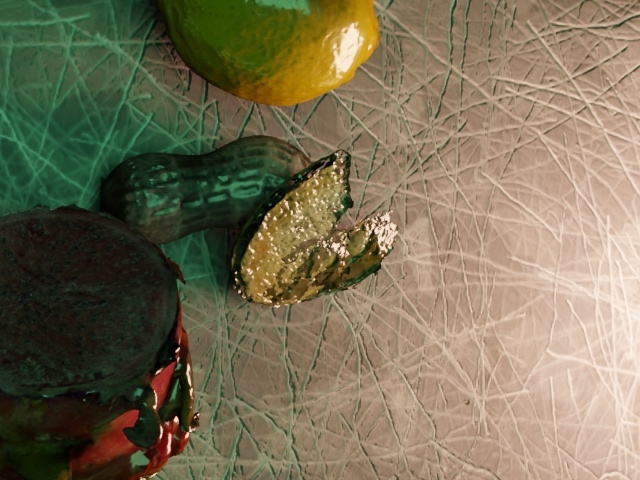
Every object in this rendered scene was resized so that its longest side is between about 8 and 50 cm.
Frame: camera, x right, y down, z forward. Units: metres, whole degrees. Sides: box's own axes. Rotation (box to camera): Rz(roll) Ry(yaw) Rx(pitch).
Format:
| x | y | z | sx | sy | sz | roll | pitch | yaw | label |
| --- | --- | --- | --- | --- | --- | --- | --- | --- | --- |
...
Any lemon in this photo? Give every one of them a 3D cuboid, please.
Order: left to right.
| x | y | z | sx | sy | sz | roll | pitch | yaw | label |
| --- | --- | --- | --- | --- | --- | --- | --- | --- | --- |
| -0.055 | -0.247 | 1.768 | 0.260 | 0.204 | 0.204 | 16 | 85 | -21 | lemon |

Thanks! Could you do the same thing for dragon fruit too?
| x | y | z | sx | sy | sz | roll | pitch | yaw | label |
| --- | --- | --- | --- | --- | --- | --- | --- | --- | --- |
| -0.272 | 0.157 | 1.659 | 0.296 | 0.314 | 0.263 | -2 | 132 | -9 | dragon fruit |

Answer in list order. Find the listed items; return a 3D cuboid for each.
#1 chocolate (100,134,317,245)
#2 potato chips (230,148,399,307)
| x | y | z | sx | sy | sz | roll | pitch | yaw | label |
| --- | --- | --- | --- | --- | --- | --- | --- | --- | --- |
| -0.118 | -0.056 | 1.799 | 0.248 | 0.110 | 0.110 | -8 | 94 | -22 | chocolate |
| -0.002 | -0.003 | 1.830 | 0.202 | 0.029 | 0.220 | -50 | 141 | 10 | potato chips |
